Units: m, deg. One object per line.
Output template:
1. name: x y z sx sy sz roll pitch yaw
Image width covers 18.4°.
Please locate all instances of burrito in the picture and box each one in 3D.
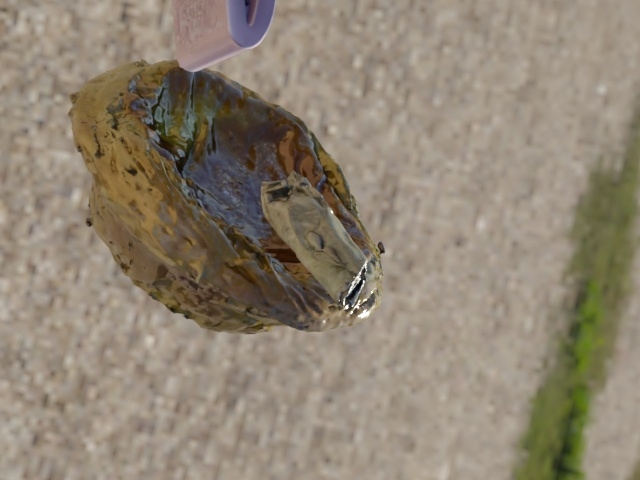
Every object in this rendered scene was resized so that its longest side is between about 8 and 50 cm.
1. burrito: 0.000 0.000 1.500 0.055 0.149 0.041 1 125 -37

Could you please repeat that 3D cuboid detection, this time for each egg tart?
1. egg tart: -0.099 -0.023 1.814 0.150 0.352 0.352 -52 172 24

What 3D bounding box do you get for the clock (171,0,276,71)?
1. clock: -0.090 -0.266 1.387 0.275 0.080 0.290 5 76 -34
